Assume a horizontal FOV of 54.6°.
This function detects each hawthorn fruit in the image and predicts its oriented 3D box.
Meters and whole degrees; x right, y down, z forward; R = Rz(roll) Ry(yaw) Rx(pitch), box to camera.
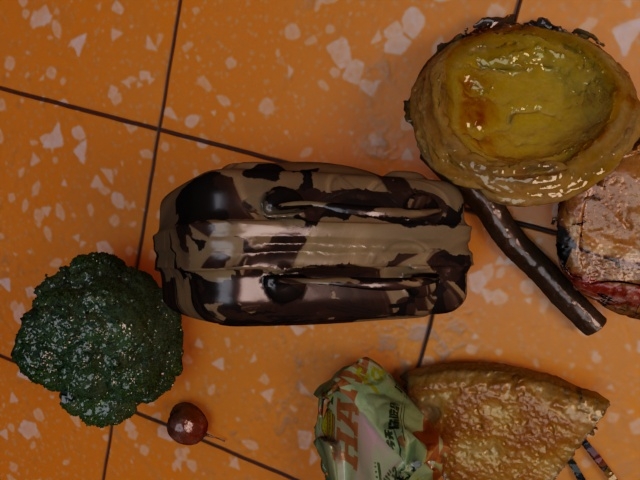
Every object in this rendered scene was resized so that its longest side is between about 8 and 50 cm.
[{"bbox_3d":[-0.209,0.316,1.041,0.103,0.066,0.066,34,110,-15],"label":"hawthorn fruit"}]

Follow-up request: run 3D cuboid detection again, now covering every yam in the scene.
[{"bbox_3d":[0.256,-0.008,0.831,0.045,0.045,0.327,-40,84,-11],"label":"yam"}]

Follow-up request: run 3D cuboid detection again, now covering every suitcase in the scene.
[{"bbox_3d":[0.000,0.000,0.724,0.352,0.339,0.193,0,88,-23],"label":"suitcase"}]

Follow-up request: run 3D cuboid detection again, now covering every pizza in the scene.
[{"bbox_3d":[0.231,0.308,0.872,0.280,0.075,0.287,11,101,22],"label":"pizza"}]

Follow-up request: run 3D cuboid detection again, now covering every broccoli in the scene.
[{"bbox_3d":[-0.355,0.159,0.986,0.270,0.270,0.269,-21,91,51],"label":"broccoli"}]

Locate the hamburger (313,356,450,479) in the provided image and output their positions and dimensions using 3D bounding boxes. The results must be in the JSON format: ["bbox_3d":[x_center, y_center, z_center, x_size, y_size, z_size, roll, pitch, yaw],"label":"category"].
[{"bbox_3d":[0.066,0.292,0.882,0.214,0.125,0.235,50,139,43],"label":"hamburger"}]

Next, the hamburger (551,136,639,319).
[{"bbox_3d":[0.398,-0.016,0.748,0.231,0.107,0.230,2,95,22],"label":"hamburger"}]

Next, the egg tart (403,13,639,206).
[{"bbox_3d":[0.239,-0.153,0.755,0.279,0.095,0.278,-3,61,6],"label":"egg tart"}]

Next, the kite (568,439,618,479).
[{"bbox_3d":[0.405,0.405,0.853,0.152,0.015,0.285,-38,85,20],"label":"kite"}]
